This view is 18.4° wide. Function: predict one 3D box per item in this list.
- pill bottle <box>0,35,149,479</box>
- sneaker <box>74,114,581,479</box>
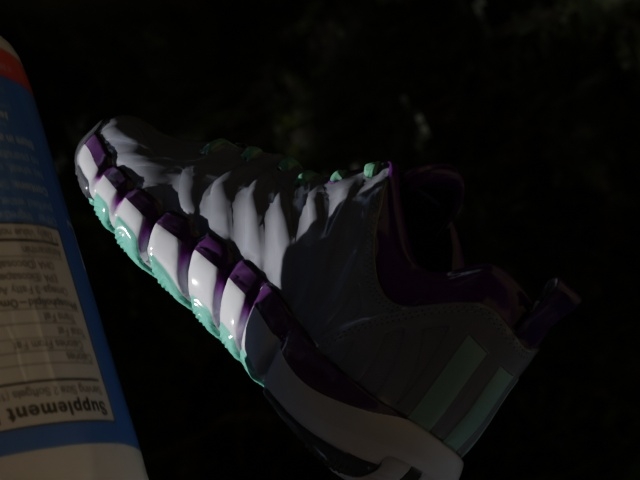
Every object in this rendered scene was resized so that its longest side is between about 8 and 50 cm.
[{"bbox_3d":[-0.122,0.054,0.604,0.124,0.124,0.221,52,-160,-75],"label":"pill bottle"},{"bbox_3d":[0.000,0.000,0.690,0.224,0.098,0.083,44,-177,42],"label":"sneaker"}]
